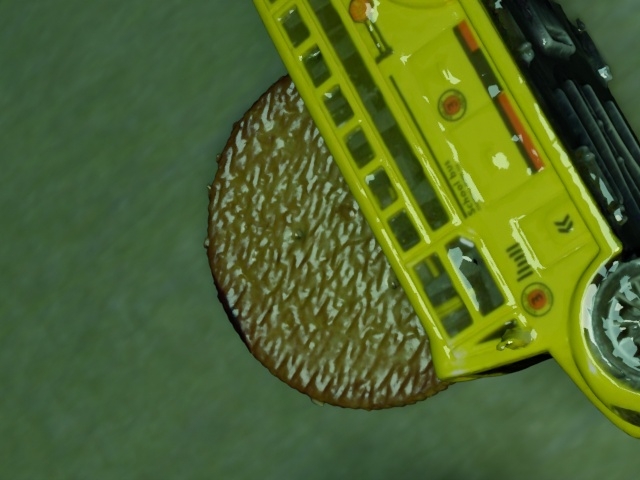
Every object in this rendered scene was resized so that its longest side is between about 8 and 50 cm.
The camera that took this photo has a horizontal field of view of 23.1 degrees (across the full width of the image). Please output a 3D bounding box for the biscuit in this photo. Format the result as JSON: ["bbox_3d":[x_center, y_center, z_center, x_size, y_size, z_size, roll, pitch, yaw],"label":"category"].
[{"bbox_3d":[-0.006,0.012,0.907,0.126,0.025,0.206,-31,76,24],"label":"biscuit"}]

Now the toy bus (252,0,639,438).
[{"bbox_3d":[0.095,-0.038,0.788,0.152,0.144,0.330,-34,75,24],"label":"toy bus"}]
